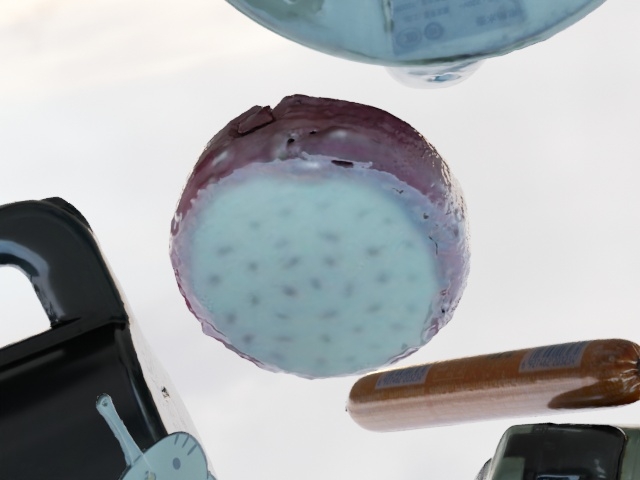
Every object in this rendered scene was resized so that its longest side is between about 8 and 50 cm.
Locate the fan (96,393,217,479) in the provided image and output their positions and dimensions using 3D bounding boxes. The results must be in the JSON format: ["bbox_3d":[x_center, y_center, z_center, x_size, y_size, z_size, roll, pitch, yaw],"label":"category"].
[{"bbox_3d":[-0.066,0.090,0.625,0.004,0.083,0.056,6,-140,41],"label":"fan"}]

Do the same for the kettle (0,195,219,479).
[{"bbox_3d":[-0.222,0.158,0.947,0.308,0.203,0.262,-25,-121,-2],"label":"kettle"}]

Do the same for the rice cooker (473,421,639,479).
[{"bbox_3d":[0.209,0.229,1.113,0.244,0.226,0.226,0,-162,22],"label":"rice cooker"}]

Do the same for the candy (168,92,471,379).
[{"bbox_3d":[0.000,0.000,0.554,0.103,0.103,0.043,-7,-147,13],"label":"candy"}]

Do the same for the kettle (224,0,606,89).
[{"bbox_3d":[0.030,-0.231,0.812,0.247,0.319,0.342,-6,-150,-3],"label":"kettle"}]

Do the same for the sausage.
[{"bbox_3d":[0.127,0.112,1.250,0.053,0.053,0.348,-22,-176,-37],"label":"sausage"}]
